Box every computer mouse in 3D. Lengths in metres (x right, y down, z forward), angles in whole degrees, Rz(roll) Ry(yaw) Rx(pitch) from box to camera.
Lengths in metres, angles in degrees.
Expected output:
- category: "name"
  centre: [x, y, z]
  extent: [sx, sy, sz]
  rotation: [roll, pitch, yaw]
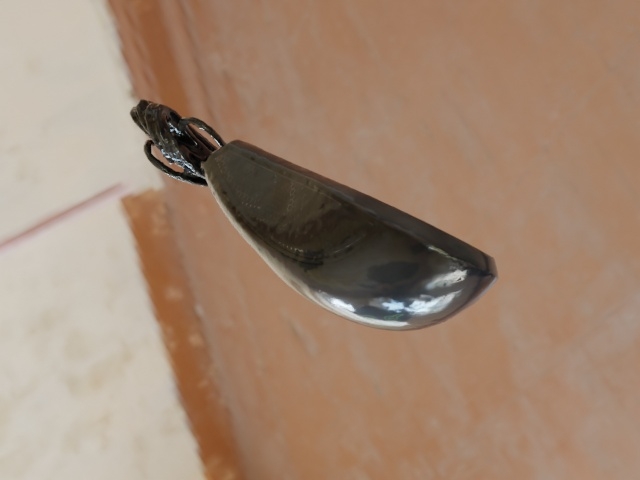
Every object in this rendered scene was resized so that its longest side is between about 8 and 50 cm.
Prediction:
- category: "computer mouse"
  centre: [0.000, 0.000, 1.031]
  extent: [0.188, 0.072, 0.272]
  rotation: [27, 180, -38]
